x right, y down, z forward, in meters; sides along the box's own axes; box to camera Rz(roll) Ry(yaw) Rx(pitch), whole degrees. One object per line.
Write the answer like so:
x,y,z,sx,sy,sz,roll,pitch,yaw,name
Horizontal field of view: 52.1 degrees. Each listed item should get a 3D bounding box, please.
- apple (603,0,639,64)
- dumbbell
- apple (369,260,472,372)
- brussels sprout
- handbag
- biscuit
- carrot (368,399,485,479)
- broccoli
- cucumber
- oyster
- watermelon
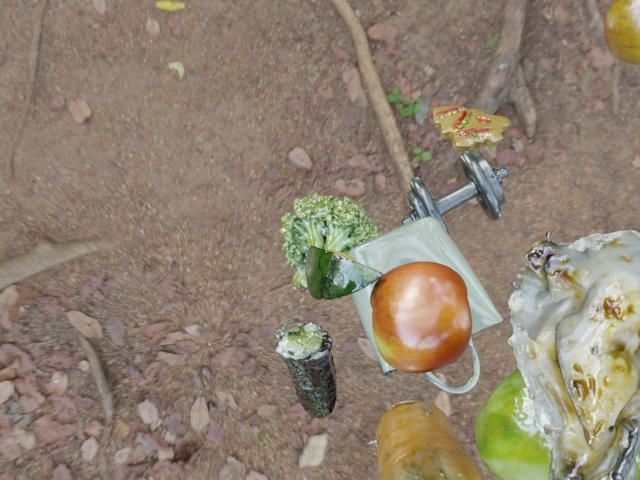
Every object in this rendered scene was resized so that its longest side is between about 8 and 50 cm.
0.684,-0.450,1.349,0.155,0.182,0.182,29,73,39,apple
0.335,-0.102,1.630,0.289,0.192,0.192,-28,86,6,dumbbell
0.142,0.107,0.924,0.139,0.163,0.164,-11,83,8,apple
0.301,0.248,0.823,0.223,0.161,0.223,4,123,6,brussels sprout
0.190,0.123,1.181,0.241,0.109,0.315,-23,68,-4,handbag
0.409,-0.329,1.846,0.212,0.041,0.238,-32,50,-26,biscuit
0.237,0.522,1.412,0.224,0.341,0.224,-2,109,-4,carrot
0.002,-0.017,1.533,0.273,0.242,0.180,-33,112,-46,broccoli
-0.009,0.172,0.855,0.067,0.245,0.067,-3,59,5,cucumber
0.291,0.148,0.658,0.133,0.197,0.337,36,57,-40,oyster
0.018,0.054,0.966,0.092,0.181,0.075,18,92,-17,watermelon
